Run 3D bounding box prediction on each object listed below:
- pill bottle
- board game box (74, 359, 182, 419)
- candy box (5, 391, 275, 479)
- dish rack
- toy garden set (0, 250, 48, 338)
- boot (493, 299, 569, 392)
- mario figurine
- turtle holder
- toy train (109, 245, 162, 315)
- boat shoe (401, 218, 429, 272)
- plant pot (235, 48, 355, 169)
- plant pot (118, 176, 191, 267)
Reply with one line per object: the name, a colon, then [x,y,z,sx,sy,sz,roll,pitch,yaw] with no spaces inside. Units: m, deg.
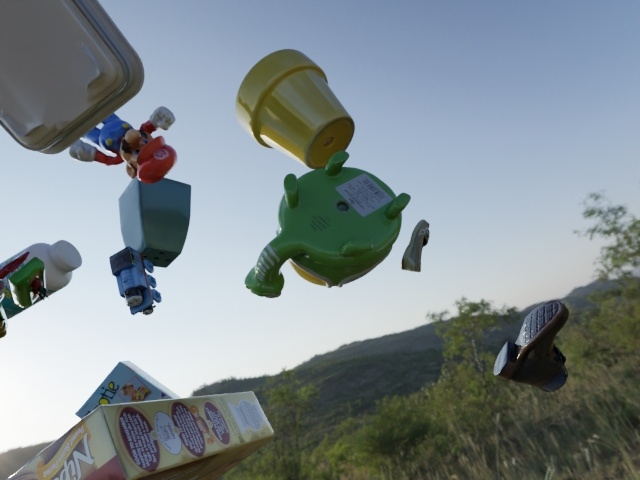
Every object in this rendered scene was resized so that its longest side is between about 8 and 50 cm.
pill bottle: [-0.811,0.101,1.198,0.264,0.146,0.146,-30,-18,3]
board game box: [-0.410,0.428,1.035,0.144,0.275,0.142,-54,3,-20]
candy box: [-0.212,0.289,0.556,0.183,0.087,0.316,-39,-26,6]
dish rack: [-0.490,-0.325,0.690,0.286,0.332,0.072,-30,21,14]
toy garden set: [-0.422,0.120,0.516,0.204,0.049,0.244,-40,15,51]
boot: [0.414,0.196,0.777,0.219,0.106,0.082,104,-167,-44]
mario figurine: [-0.491,-0.266,1.057,0.197,0.321,0.170,-65,-17,17]
turtle holder: [0.020,0.003,0.871,0.227,0.244,0.320,106,-173,-54]
toy train: [-0.480,0.107,1.110,0.080,0.184,0.105,-30,-31,4]
boat shoe: [0.232,0.012,1.000,0.153,0.048,0.056,-56,-29,-38]
plant pot: [-0.048,-0.315,1.104,0.254,0.239,0.254,-36,-23,-18]
plant pot: [-0.488,-0.049,1.273,0.166,0.234,0.166,14,-38,-41]
